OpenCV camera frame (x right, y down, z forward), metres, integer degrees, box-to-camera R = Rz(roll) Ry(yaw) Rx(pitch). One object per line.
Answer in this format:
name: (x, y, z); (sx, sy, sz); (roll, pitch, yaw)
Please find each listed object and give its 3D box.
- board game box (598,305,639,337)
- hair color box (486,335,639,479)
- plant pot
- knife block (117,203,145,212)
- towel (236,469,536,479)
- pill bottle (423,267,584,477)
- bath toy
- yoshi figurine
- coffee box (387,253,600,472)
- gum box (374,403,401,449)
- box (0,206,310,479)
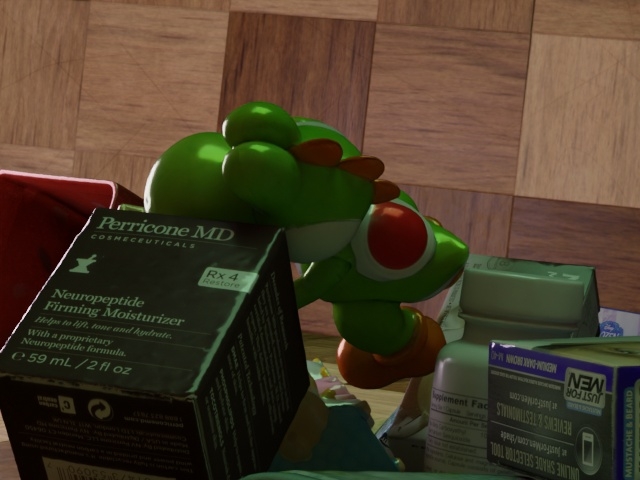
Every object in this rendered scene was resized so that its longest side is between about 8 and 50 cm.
board game box: (0.434, 0.182, 1.987); (0.318, 0.066, 0.319); (35, -10, -21)
hair color box: (0.320, 0.129, 1.451); (0.339, 0.110, 0.185); (-2, 4, -24)
plant pot: (-0.276, 0.082, 2.309); (0.236, 0.267, 0.267); (24, -11, -41)
knife block: (-0.204, 0.102, 1.695); (0.242, 0.088, 0.275); (-17, -38, 16)
towel: (0.153, 0.222, 1.259); (0.320, 0.090, 0.374); (9, -1, -39)
pill bottle: (0.158, 0.142, 1.572); (0.131, 0.229, 0.131); (7, 1, 0)
bath toy: (-0.026, 0.177, 1.769); (0.129, 0.151, 0.348); (-32, 5, -4)
yoshi figurine: (-0.023, -0.006, 1.596); (0.203, 0.203, 0.362); (49, 3, 36)
coffee box: (0.173, 0.135, 1.798); (0.141, 0.098, 0.246); (8, 46, 22)
gum box: (0.128, 0.160, 2.011); (0.041, 0.184, 0.157); (41, 4, 3)
box: (-0.125, 0.105, 1.439); (0.168, 0.167, 0.203); (6, 40, 18)
